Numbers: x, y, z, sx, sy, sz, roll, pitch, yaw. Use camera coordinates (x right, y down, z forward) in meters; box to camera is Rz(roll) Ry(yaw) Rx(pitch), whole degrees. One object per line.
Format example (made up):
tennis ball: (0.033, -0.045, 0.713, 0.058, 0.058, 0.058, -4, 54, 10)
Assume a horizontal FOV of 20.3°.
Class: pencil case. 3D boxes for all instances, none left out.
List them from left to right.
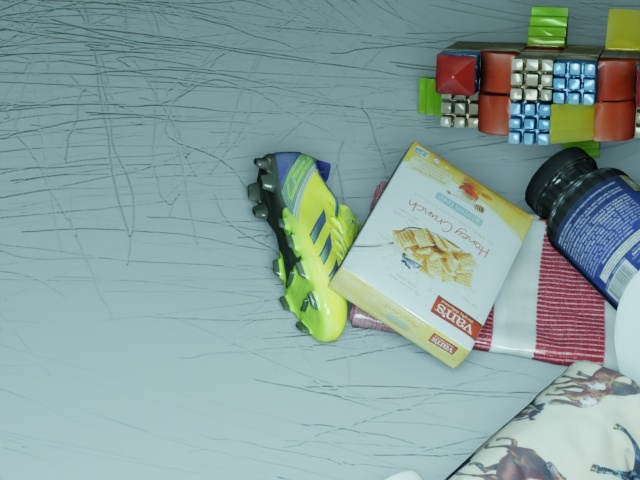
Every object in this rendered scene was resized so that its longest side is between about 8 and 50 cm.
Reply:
pencil case: (0.196, 0.287, 1.738, 0.410, 0.160, 0.183, -35, 85, -38)

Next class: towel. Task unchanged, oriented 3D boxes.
towel: (0.209, 0.042, 2.103, 0.329, 0.037, 0.237, 11, 43, 1)

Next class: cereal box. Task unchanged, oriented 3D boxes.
cereal box: (0.129, 0.013, 2.032, 0.173, 0.047, 0.240, 32, 46, -3)

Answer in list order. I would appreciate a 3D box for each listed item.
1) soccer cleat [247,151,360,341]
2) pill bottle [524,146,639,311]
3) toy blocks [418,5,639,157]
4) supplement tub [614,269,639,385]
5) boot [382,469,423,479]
soccer cleat: (0.000, -0.001, 2.072, 0.121, 0.093, 0.289, 0, 43, -19)
pill bottle: (0.340, -0.006, 2.067, 0.123, 0.123, 0.219, -22, 55, -30)
toy blocks: (0.289, -0.180, 2.174, 0.381, 0.190, 0.261, 4, 11, 12)
supplement tub: (0.502, 0.090, 1.915, 0.331, 0.241, 0.241, -11, 45, -37)
boot: (0.048, 0.307, 1.770, 0.190, 0.069, 0.086, -31, 62, -26)
